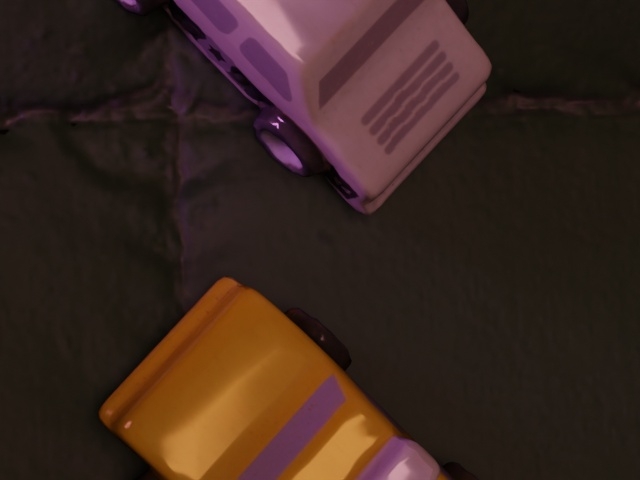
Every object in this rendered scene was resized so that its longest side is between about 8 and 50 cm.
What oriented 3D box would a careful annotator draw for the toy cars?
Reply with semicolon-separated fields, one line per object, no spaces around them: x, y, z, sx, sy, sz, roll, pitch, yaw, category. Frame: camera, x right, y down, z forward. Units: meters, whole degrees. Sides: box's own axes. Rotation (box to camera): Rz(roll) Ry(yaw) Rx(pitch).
0.000;0.000;0.636;0.176;0.087;0.394;-5;89;-17;toy cars
